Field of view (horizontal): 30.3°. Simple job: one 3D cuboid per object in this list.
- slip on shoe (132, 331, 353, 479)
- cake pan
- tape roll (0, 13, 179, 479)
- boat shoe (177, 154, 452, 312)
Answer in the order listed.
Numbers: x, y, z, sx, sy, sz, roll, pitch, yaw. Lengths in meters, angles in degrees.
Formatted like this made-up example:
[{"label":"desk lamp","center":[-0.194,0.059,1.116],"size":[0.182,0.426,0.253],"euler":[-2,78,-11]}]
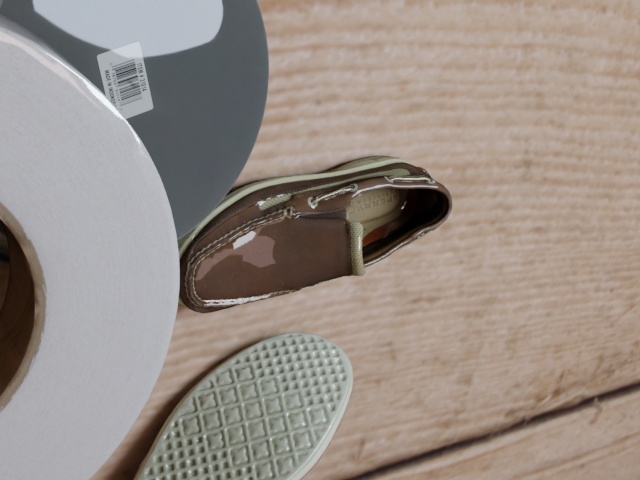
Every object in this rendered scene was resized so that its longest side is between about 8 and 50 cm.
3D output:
[{"label":"slip on shoe","center":[-0.091,0.213,0.964],"size":[0.331,0.123,0.101],"euler":[-54,163,-18]},{"label":"cake pan","center":[-0.152,-0.111,0.819],"size":[0.293,0.054,0.293],"euler":[-15,115,-36]},{"label":"tape roll","center":[-0.277,0.039,0.710],"size":[0.392,0.072,0.392],"euler":[-13,119,-24]},{"label":"boat shoe","center":[-0.001,-0.007,0.952],"size":[0.257,0.095,0.095],"euler":[-26,121,-30]}]
